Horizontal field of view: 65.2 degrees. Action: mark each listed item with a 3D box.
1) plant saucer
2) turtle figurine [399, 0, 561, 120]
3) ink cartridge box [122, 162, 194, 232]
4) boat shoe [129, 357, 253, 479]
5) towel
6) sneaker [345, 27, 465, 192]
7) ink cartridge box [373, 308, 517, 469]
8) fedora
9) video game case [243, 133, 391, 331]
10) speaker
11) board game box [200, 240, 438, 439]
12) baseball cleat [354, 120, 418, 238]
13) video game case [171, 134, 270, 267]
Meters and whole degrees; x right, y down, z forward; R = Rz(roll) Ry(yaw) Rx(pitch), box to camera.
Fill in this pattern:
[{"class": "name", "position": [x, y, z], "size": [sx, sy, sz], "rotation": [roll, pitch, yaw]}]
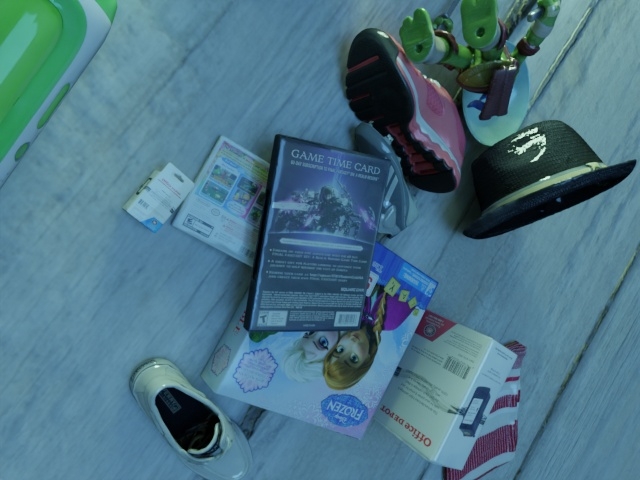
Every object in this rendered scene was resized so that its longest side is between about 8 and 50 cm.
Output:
[{"class": "plant saucer", "position": [0.325, -0.278, 0.955], "size": [0.195, 0.037, 0.195], "rotation": [-10, 108, -32]}, {"class": "turtle figurine", "position": [0.245, -0.339, 0.768], "size": [0.266, 0.198, 0.275], "rotation": [-14, 134, -53]}, {"class": "ink cartridge box", "position": [-0.211, -0.058, 0.656], "size": [0.083, 0.028, 0.048], "rotation": [-52, 124, -12]}, {"class": "boat shoe", "position": [-0.172, 0.281, 0.731], "size": [0.096, 0.088, 0.267], "rotation": [-37, 119, -21]}, {"class": "towel", "position": [0.383, 0.414, 1.169], "size": [0.237, 0.037, 0.329], "rotation": [-11, 108, -31]}, {"class": "sneaker", "position": [0.151, -0.224, 0.829], "size": [0.314, 0.116, 0.136], "rotation": [50, 57, -34]}, {"class": "ink cartridge box", "position": [0.228, 0.275, 0.946], "size": [0.100, 0.172, 0.237], "rotation": [33, 83, -35]}, {"class": "fedora", "position": [0.403, -0.125, 0.952], "size": [0.334, 0.334, 0.153], "rotation": [-13, 75, -31]}, {"class": "video game case", "position": [0.000, 0.000, 0.737], "size": [0.196, 0.026, 0.274], "rotation": [6, 96, -33]}, {"class": "speaker", "position": [-0.332, -0.153, 0.493], "size": [0.131, 0.131, 0.296], "rotation": [36, 81, -35]}, {"class": "board game box", "position": [0.018, 0.141, 0.834], "size": [0.318, 0.066, 0.318], "rotation": [31, 84, -34]}, {"class": "baseball cleat", "position": [0.094, -0.088, 0.828], "size": [0.109, 0.072, 0.206], "rotation": [-40, 117, -12]}, {"class": "video game case", "position": [-0.109, -0.048, 0.718], "size": [0.157, 0.019, 0.143], "rotation": [30, 84, -24]}]
